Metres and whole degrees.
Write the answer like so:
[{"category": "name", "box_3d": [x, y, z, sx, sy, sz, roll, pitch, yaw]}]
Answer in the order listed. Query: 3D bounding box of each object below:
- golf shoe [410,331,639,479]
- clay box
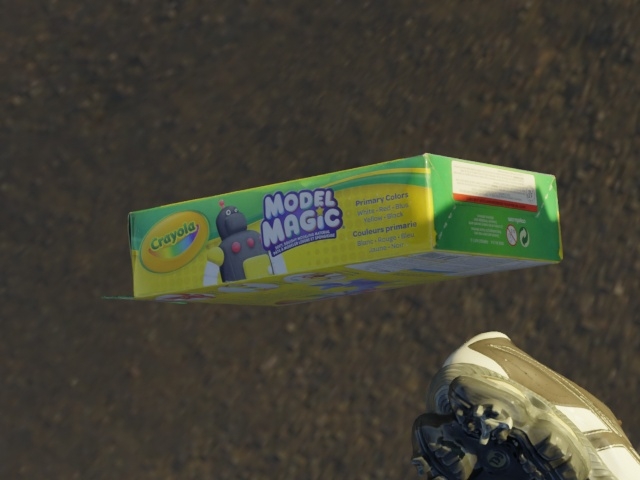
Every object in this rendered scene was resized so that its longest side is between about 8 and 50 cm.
[{"category": "golf shoe", "box_3d": [0.128, 0.114, 0.867, 0.077, 0.094, 0.198, -37, 105, 26]}, {"category": "clay box", "box_3d": [0.000, 0.000, 1.039, 0.222, 0.127, 0.053, -9, 82, 35]}]
